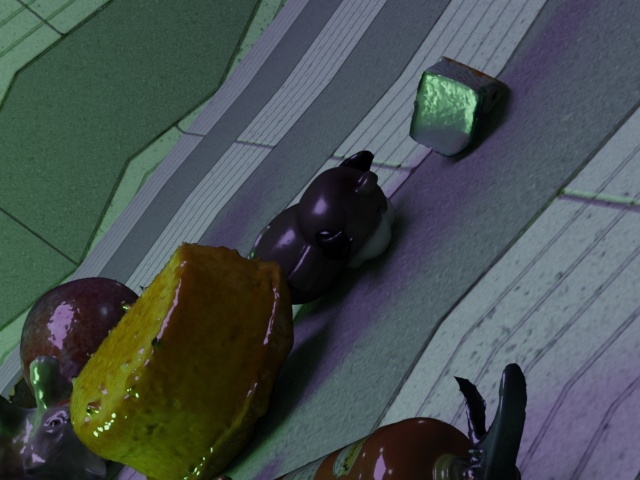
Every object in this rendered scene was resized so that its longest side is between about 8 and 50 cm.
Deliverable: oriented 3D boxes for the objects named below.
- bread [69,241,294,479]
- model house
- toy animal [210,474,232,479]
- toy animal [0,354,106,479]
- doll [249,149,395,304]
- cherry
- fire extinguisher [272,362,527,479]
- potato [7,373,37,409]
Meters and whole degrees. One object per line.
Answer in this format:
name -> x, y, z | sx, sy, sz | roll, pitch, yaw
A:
bread -> -0.166, 0.173, 1.341 | 0.340, 0.194, 0.179 | -50, 22, 24
model house -> 0.172, -0.166, 1.395 | 0.100, 0.088, 0.100 | -36, -35, -50
toy animal -> -0.163, 0.359, 1.204 | 0.241, 0.057, 0.099 | -54, 10, -3
toy animal -> -0.450, 0.318, 1.731 | 0.188, 0.308, 0.266 | -95, 17, -46
doll -> -0.003, 0.000, 1.418 | 0.257, 0.117, 0.182 | -40, 24, 36
cherry -> -0.405, 0.175, 1.949 | 0.236, 0.213, 0.285 | -46, 24, 48
fire extinguisher -> 0.038, 0.244, 0.869 | 0.376, 0.113, 0.200 | -36, 64, 44
potato -> -0.515, 0.318, 2.068 | 0.098, 0.138, 0.243 | -37, 19, 53
